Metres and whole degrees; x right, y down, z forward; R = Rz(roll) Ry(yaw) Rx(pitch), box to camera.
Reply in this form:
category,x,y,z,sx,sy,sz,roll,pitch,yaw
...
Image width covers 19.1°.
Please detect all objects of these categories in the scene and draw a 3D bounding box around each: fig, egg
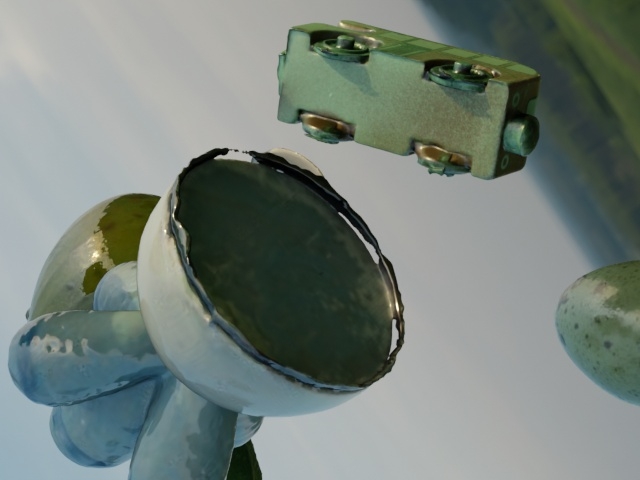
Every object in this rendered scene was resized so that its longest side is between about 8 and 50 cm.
category,x,y,z,sx,sy,sz,roll,pitch,yaw
fig,-0.206,0.069,1.857,0.203,0.225,0.203,63,-178,-4
egg,0.383,0.108,2.268,0.228,0.177,0.177,13,160,32

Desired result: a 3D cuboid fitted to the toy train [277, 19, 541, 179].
category,x,y,z,sx,sy,sz,roll,pitch,yaw
toy train,0.108,-0.158,2.148,0.326,0.129,0.159,17,-159,28

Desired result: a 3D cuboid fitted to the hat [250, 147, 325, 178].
category,x,y,z,sx,sy,sz,roll,pitch,yaw
hat,0.000,0.000,2.124,0.164,0.226,0.219,3,-124,-30

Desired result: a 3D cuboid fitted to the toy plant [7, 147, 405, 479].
category,x,y,z,sx,sy,sz,roll,pitch,yaw
toy plant,-0.117,0.100,1.587,0.247,0.332,0.247,26,-138,-27

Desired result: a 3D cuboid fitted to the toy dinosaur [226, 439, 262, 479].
category,x,y,z,sx,sy,sz,roll,pitch,yaw
toy dinosaur,-0.090,0.234,2.276,0.087,0.301,0.447,-23,-101,-48
